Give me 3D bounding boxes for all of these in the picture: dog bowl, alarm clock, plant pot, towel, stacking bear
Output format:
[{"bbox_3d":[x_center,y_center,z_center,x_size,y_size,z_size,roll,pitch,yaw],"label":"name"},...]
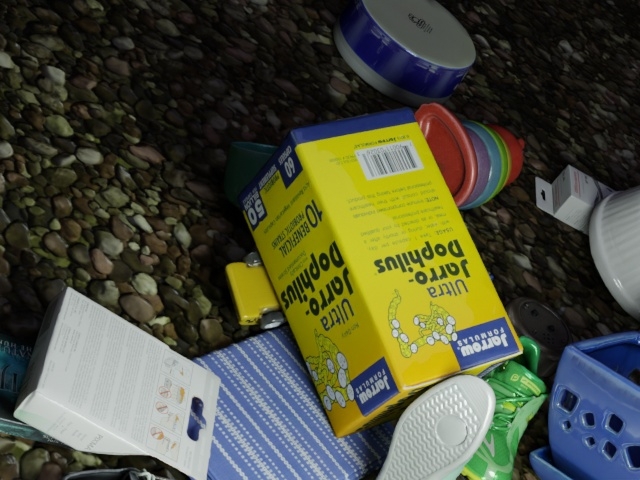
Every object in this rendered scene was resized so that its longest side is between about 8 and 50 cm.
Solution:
[{"bbox_3d":[0.161,-0.378,2.467,0.265,0.104,0.265,24,36,-19],"label":"dog bowl"},{"bbox_3d":[0.328,0.154,2.026,0.129,0.064,0.192,45,38,11],"label":"alarm clock"},{"bbox_3d":[0.445,0.276,1.803,0.236,0.212,0.236,33,22,34],"label":"plant pot"},{"bbox_3d":[-0.060,0.231,1.625,0.243,0.040,0.336,48,34,19],"label":"towel"},{"bbox_3d":[0.256,-0.138,2.232,0.164,0.175,0.289,47,28,18],"label":"stacking bear"}]

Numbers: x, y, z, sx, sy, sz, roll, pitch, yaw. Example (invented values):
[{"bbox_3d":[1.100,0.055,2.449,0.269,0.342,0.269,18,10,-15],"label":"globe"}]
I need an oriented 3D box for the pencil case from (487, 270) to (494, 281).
[{"bbox_3d":[0.116,0.006,1.958,0.306,0.119,0.133,40,15,6],"label":"pencil case"}]

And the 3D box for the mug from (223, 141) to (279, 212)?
[{"bbox_3d":[-0.072,-0.087,1.911,0.129,0.097,0.158,13,9,20],"label":"mug"}]

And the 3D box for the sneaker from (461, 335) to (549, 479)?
[{"bbox_3d":[0.247,0.231,1.806,0.109,0.123,0.295,32,35,-7],"label":"sneaker"}]

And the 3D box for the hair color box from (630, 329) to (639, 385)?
[{"bbox_3d":[0.644,0.265,2.069,0.105,0.174,0.347,-6,52,-43],"label":"hair color box"}]

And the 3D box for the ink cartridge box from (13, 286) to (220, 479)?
[{"bbox_3d":[-0.227,0.176,1.484,0.224,0.056,0.181,35,31,-21],"label":"ink cartridge box"}]

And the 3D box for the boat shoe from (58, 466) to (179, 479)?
[{"bbox_3d":[-0.205,0.282,1.402,0.206,0.065,0.075,7,44,-36],"label":"boat shoe"}]

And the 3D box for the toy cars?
[{"bbox_3d":[0.000,0.000,1.819,0.176,0.087,0.394,39,55,-6],"label":"toy cars"}]

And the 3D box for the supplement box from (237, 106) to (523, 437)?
[{"bbox_3d":[0.068,0.039,1.658,0.195,0.194,0.357,-14,71,-32],"label":"supplement box"}]

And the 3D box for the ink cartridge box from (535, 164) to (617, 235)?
[{"bbox_3d":[0.495,-0.071,2.434,0.180,0.060,0.104,27,36,-14],"label":"ink cartridge box"}]

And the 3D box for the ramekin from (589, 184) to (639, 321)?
[{"bbox_3d":[0.619,0.013,2.322,0.273,0.127,0.273,21,53,-31],"label":"ramekin"}]

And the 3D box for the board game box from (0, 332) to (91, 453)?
[{"bbox_3d":[-0.337,0.165,1.458,0.186,0.026,0.126,18,38,-25],"label":"board game box"}]

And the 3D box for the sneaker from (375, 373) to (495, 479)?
[{"bbox_3d":[0.146,0.246,1.593,0.094,0.256,0.151,38,26,14],"label":"sneaker"}]
